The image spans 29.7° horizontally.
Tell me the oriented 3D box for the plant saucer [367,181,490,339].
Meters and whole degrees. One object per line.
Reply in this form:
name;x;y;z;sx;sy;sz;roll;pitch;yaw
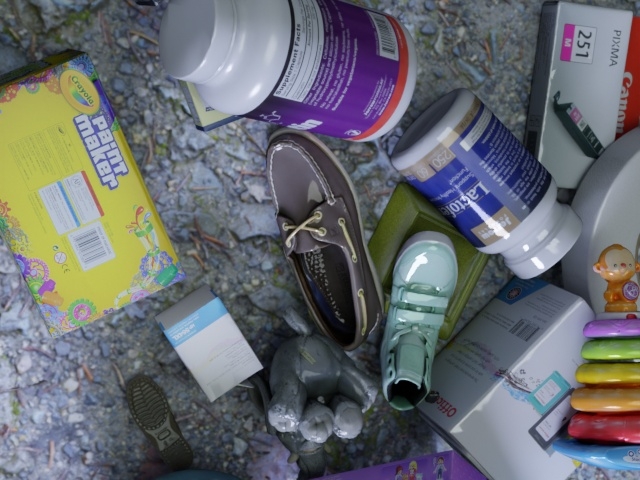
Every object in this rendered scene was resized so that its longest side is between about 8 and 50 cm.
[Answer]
plant saucer;0.161;0.036;1.787;0.188;0.045;0.188;26;91;-19

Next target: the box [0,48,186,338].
box;-0.323;-0.071;1.497;0.177;0.279;0.290;-25;106;-11

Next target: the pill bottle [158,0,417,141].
pill bottle;-0.041;-0.238;1.558;0.323;0.181;0.181;8;98;-40

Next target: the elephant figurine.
elephant figurine;-0.029;0.238;1.722;0.169;0.239;0.186;25;65;-4

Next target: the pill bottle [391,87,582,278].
pill bottle;0.241;-0.077;1.720;0.265;0.153;0.153;44;85;-11

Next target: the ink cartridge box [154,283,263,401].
ink cartridge box;-0.152;0.150;1.686;0.090;0.092;0.143;-33;107;-9

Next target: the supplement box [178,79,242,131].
supplement box;-0.140;-0.202;1.647;0.083;0.056;0.083;-22;105;-12

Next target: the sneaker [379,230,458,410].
sneaker;0.142;0.121;1.690;0.094;0.151;0.255;7;124;-5

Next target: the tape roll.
tape roll;0.543;0.004;1.851;0.392;0.072;0.392;-6;104;-26

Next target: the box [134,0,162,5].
box;-0.258;-0.441;1.512;0.143;0.165;0.270;-43;108;-5

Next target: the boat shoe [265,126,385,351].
boat shoe;0.000;0.000;1.687;0.117;0.096;0.324;-13;108;22

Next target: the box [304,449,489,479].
box;0.113;0.387;1.701;0.201;0.293;0.057;42;42;-36

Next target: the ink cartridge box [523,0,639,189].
ink cartridge box;0.435;-0.210;1.822;0.239;0.060;0.275;4;98;-16

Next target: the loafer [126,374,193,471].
loafer;-0.231;0.259;1.706;0.056;0.050;0.148;-26;90;-15

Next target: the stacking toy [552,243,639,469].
stacking toy;0.412;0.154;1.637;0.175;0.166;0.301;0;85;-8

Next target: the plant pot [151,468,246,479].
plant pot;-0.183;0.437;1.671;0.290;0.195;0.290;-3;101;-17

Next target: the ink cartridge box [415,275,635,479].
ink cartridge box;0.300;0.221;1.781;0.270;0.198;0.197;-44;109;-5
